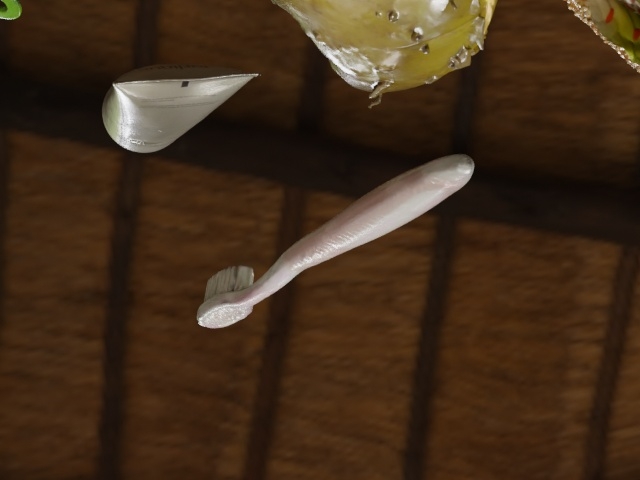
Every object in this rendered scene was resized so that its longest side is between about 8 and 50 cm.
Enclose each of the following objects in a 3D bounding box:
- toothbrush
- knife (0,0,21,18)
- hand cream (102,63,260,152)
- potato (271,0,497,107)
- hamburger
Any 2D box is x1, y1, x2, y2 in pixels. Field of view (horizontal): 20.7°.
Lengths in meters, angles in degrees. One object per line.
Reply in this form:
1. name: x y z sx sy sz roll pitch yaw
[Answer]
1. toothbrush: 0.000 0.000 0.940 0.307 0.025 0.029 -31 -134 59
2. knife: -0.276 -0.175 1.186 0.166 0.022 0.078 20 -20 18
3. hand cream: -0.101 -0.090 1.107 0.186 0.087 0.054 168 -83 -75
4. potato: 0.027 -0.210 0.958 0.173 0.140 0.300 10 -46 12
5. hamburger: 0.295 -0.209 1.569 0.210 0.173 0.116 38 -88 5
